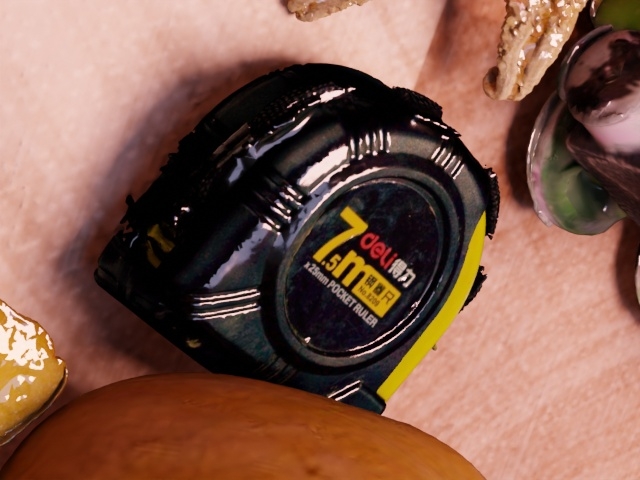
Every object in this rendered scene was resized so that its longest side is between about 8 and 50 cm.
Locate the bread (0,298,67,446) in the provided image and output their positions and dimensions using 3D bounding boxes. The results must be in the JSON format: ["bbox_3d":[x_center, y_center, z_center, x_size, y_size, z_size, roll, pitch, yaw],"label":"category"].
[{"bbox_3d":[-0.245,0.044,0.917,0.161,0.088,0.233,-50,126,-14],"label":"bread"}]

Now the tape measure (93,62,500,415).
[{"bbox_3d":[0.000,0.000,1.052,0.186,0.112,0.199,-48,134,0],"label":"tape measure"}]

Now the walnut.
[{"bbox_3d":[-0.031,0.164,0.956,0.203,0.298,0.203,-4,90,-67],"label":"walnut"}]

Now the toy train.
[{"bbox_3d":[0.276,-0.059,1.184,0.307,0.173,0.249,40,77,-38],"label":"toy train"}]

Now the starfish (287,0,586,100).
[{"bbox_3d":[0.089,-0.186,1.040,0.295,0.048,0.231,32,102,-21],"label":"starfish"}]
